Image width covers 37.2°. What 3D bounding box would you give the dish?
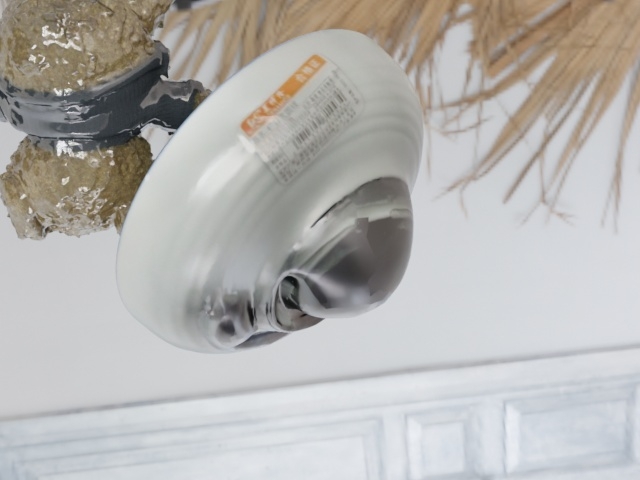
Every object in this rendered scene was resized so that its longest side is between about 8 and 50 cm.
[{"bbox_3d":[0.000,0.000,0.690,0.134,0.273,0.273,43,156,24],"label":"dish"}]

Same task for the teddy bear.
[{"bbox_3d":[-0.161,-0.120,0.637,0.129,0.182,0.251,-37,-47,-78],"label":"teddy bear"}]
